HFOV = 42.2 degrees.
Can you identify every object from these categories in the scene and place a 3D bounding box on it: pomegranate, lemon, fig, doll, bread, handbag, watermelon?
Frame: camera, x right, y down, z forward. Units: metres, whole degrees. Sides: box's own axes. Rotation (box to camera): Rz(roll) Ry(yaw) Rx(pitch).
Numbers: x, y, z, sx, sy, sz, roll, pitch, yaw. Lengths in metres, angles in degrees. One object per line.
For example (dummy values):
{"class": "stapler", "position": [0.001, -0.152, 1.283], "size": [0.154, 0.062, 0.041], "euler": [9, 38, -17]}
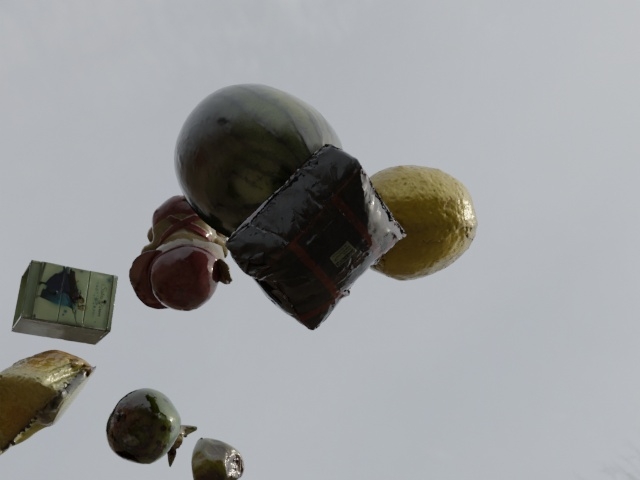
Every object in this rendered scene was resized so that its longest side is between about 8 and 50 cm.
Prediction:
{"class": "pomegranate", "position": [-0.328, 0.356, 1.572], "size": [0.149, 0.148, 0.169], "euler": [4, -25, 12]}
{"class": "lemon", "position": [0.157, -0.033, 1.460], "size": [0.260, 0.204, 0.204], "euler": [-6, -45, -16]}
{"class": "fig", "position": [-0.312, 0.648, 2.404], "size": [0.166, 0.154, 0.144], "euler": [40, -8, 39]}
{"class": "doll", "position": [-0.267, 0.034, 1.612], "size": [0.196, 0.255, 0.152], "euler": [-30, -52, 18]}
{"class": "bread", "position": [-0.611, 0.326, 1.774], "size": [0.262, 0.204, 0.162], "euler": [-39, -94, 20]}
{"class": "handbag", "position": [0.000, 0.000, 1.140], "size": [0.215, 0.155, 0.169], "euler": [-45, -42, -3]}
{"class": "watermelon", "position": [-0.113, -0.136, 1.459], "size": [0.279, 0.359, 0.278], "euler": [-17, -56, -27]}

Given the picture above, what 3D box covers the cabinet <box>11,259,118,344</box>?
{"class": "cabinet", "position": [-0.617, 0.152, 2.001], "size": [0.206, 0.145, 0.150], "euler": [14, -26, -26]}
